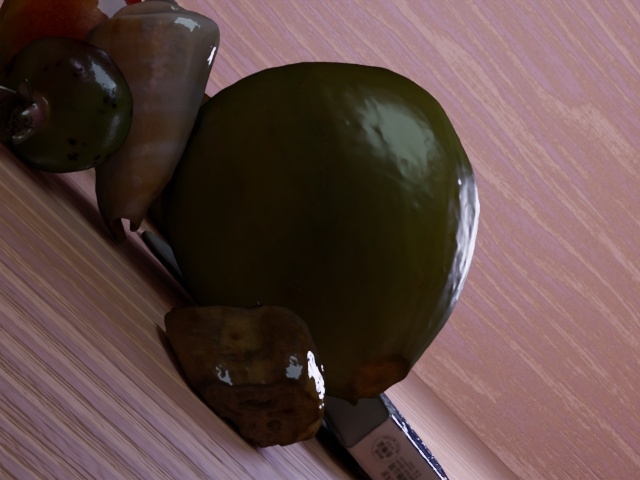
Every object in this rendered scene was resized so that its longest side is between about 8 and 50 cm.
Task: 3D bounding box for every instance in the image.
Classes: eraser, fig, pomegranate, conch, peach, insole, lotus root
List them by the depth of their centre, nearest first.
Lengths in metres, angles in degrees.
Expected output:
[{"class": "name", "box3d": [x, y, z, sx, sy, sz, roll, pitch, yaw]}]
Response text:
[{"class": "lotus root", "box3d": [-0.050, 0.108, 1.393, 0.159, 0.095, 0.135, 40, 8, -17]}, {"class": "pomegranate", "box3d": [-0.249, -0.124, 1.505, 0.159, 0.129, 0.129, 6, 33, -46]}, {"class": "conch", "box3d": [-0.187, -0.136, 1.617, 0.127, 0.255, 0.158, 27, -31, -23]}, {"class": "fig", "box3d": [0.007, -0.009, 1.678, 0.343, 0.343, 0.343, 47, 2, -2]}, {"class": "peach", "box3d": [-0.254, -0.200, 1.769, 0.192, 0.190, 0.190, 28, 9, -22]}, {"class": "eraser", "box3d": [0.080, 0.232, 1.780, 0.210, 0.068, 0.124, 52, 0, -35]}, {"class": "insole", "box3d": [-0.076, 0.116, 1.788, 0.348, 0.009, 0.119, 47, 3, 13]}]

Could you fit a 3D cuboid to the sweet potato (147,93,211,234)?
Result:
[{"class": "sweet potato", "box3d": [-0.163, -0.091, 2.031, 0.158, 0.158, 0.369, 45, 4, -46]}]
